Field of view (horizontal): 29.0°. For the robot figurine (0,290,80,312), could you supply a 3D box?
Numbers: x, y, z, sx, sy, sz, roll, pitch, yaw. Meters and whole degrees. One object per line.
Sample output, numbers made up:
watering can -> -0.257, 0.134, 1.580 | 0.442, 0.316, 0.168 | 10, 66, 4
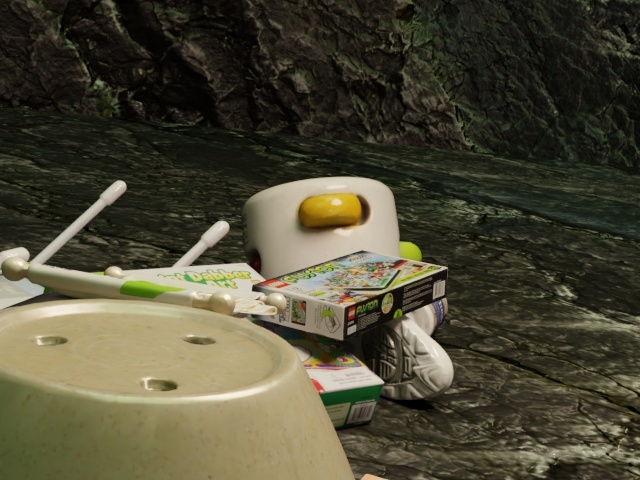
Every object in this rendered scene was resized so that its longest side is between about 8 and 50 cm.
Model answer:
robot figurine -> -0.197, 0.129, 0.919 | 0.209, 0.173, 0.278 | 16, 15, 18

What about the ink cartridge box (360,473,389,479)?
ink cartridge box -> 0.093, 0.238, 0.918 | 0.179, 0.045, 0.145 | 10, 14, 17

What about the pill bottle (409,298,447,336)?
pill bottle -> 0.118, 0.087, 1.514 | 0.067, 0.067, 0.120 | 12, 14, 15

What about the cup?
cup -> -0.107, 0.165, 0.650 | 0.331, 0.236, 0.331 | 6, 11, -1

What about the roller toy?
roller toy -> 0.000, 0.000, 1.500 | 0.191, 0.146, 0.209 | -14, -13, 31

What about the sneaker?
sneaker -> 0.082, 0.109, 1.363 | 0.115, 0.090, 0.232 | 3, 15, -36

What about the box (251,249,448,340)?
box -> 0.034, 0.054, 1.286 | 0.114, 0.036, 0.207 | 12, 16, 32

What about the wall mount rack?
wall mount rack -> -0.292, 0.021, 1.394 | 0.304, 0.130, 0.350 | -5, 20, -45

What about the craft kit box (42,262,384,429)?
craft kit box -> -0.108, 0.107, 1.210 | 0.250, 0.061, 0.247 | -3, 28, -42

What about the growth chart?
growth chart -> -0.116, 0.033, 0.832 | 0.172, 0.021, 0.237 | 9, -2, 9
